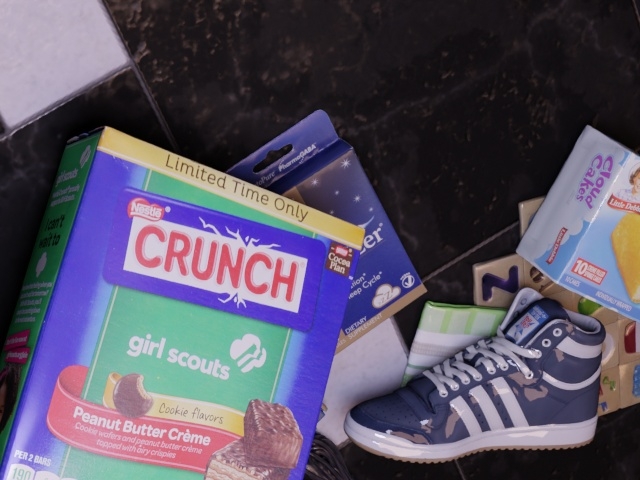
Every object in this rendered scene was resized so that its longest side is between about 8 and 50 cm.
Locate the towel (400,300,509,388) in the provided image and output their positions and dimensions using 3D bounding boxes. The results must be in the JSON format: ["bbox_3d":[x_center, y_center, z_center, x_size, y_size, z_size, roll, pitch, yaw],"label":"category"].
[{"bbox_3d":[0.142,0.139,1.684,0.113,0.023,0.152,5,111,-22],"label":"towel"}]

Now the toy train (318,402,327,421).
[{"bbox_3d":[-0.051,0.213,1.624,0.158,0.036,0.027,-47,123,-1],"label":"toy train"}]

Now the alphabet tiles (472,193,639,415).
[{"bbox_3d":[0.320,0.059,1.750,0.342,0.011,0.285,-16,117,-18],"label":"alphabet tiles"}]

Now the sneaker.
[{"bbox_3d":[0.161,0.132,1.622,0.282,0.099,0.153,-1,114,-23],"label":"sneaker"}]

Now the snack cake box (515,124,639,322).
[{"bbox_3d":[0.351,0.007,1.683,0.264,0.089,0.152,24,101,-31],"label":"snack cake box"}]

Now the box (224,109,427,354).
[{"bbox_3d":[0.000,0.000,1.558,0.136,0.036,0.225,-34,120,-8],"label":"box"}]

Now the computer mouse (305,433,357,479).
[{"bbox_3d":[-0.042,0.338,1.673,0.184,0.060,0.262,45,77,-29],"label":"computer mouse"}]

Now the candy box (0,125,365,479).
[{"bbox_3d":[-0.129,0.097,1.391,0.268,0.122,0.317,20,76,-26],"label":"candy box"}]
